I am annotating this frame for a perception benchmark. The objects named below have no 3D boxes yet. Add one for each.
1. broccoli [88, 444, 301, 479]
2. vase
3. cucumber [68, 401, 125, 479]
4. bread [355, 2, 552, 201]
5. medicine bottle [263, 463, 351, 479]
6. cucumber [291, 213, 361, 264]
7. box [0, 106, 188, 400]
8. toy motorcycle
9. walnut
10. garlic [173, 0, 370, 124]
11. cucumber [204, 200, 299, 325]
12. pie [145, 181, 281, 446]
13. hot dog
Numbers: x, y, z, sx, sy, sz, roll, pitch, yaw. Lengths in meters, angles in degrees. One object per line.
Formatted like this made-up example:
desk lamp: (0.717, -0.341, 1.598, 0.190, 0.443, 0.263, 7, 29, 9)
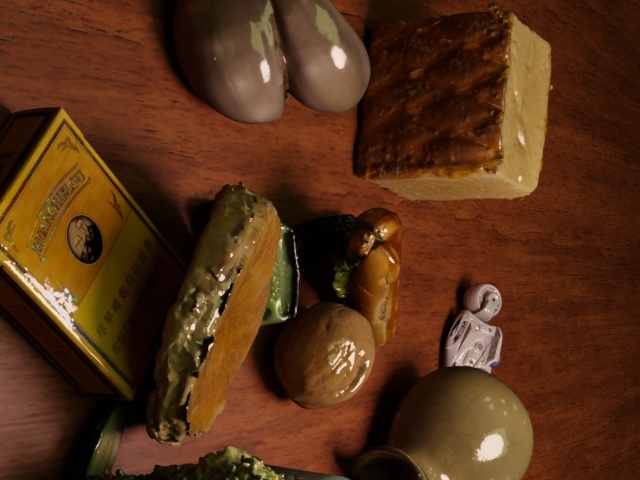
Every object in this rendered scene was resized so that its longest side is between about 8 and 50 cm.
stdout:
broccoli: (-0.135, 0.354, 1.327, 0.375, 0.302, 0.249, 20, 75, -15)
vase: (0.198, 0.396, 1.980, 0.302, 0.241, 0.329, -38, 147, -37)
cucumber: (-0.267, 0.245, 1.404, 0.067, 0.035, 0.107, 73, 31, -55)
bread: (0.226, -0.217, 1.961, 0.207, 0.279, 0.279, 21, 70, -57)
medicine bottle: (0.006, 0.435, 1.583, 0.245, 0.290, 0.245, 1, 89, -57)
cucumber: (-0.001, -0.003, 1.795, 0.245, 0.067, 0.067, -10, 98, -55)
box: (-0.281, 0.021, 1.342, 0.301, 0.084, 0.193, 56, 44, -40)
toy motorcycle: (0.280, 0.198, 2.202, 0.112, 0.112, 0.254, 33, 64, -52)
walnut: (0.004, 0.169, 1.731, 0.166, 0.149, 0.166, -52, 164, -21)
garlic: (-0.069, -0.261, 1.635, 0.246, 0.231, 0.340, 53, 0, 27)
cucumber: (-0.093, 0.025, 1.638, 0.115, 0.086, 0.193, -14, 107, -11)
pie: (-0.131, 0.098, 1.456, 0.339, 0.083, 0.340, 17, 90, -85)
hot dog: (0.071, 0.055, 1.787, 0.337, 0.100, 0.135, 85, 10, -64)
